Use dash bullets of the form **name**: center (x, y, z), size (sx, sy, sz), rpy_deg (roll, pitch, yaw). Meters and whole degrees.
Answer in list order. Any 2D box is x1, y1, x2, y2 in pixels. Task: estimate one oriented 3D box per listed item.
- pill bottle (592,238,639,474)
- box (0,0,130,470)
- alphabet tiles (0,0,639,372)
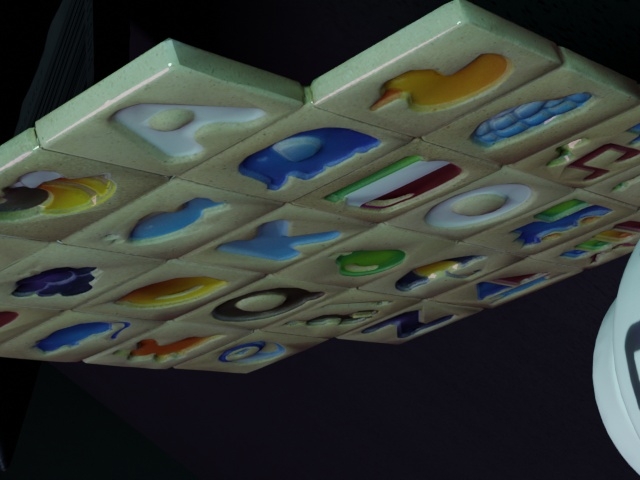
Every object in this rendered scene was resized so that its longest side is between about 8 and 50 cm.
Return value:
- **pill bottle**: center (0.136, 0.019, 0.338), size (0.108, 0.108, 0.193), rpy_deg (41, 163, 2)
- **box**: center (-0.351, -0.120, 0.670), size (0.472, 0.297, 0.480), rpy_deg (15, 158, -2)
- **alphabet tiles**: center (0.000, 0.000, 0.550), size (0.285, 0.011, 0.343), rpy_deg (-25, 159, 33)
